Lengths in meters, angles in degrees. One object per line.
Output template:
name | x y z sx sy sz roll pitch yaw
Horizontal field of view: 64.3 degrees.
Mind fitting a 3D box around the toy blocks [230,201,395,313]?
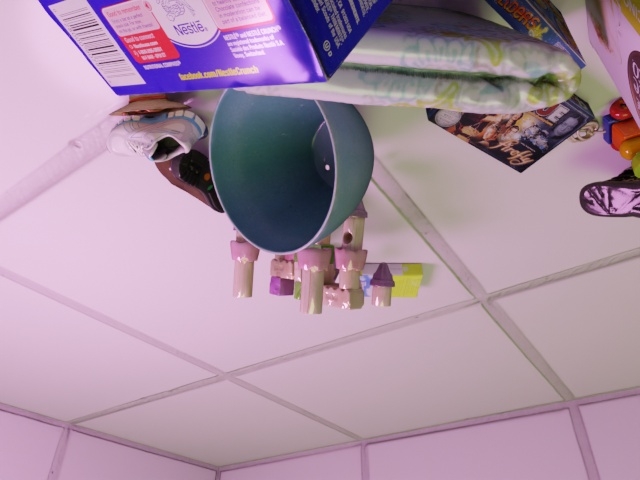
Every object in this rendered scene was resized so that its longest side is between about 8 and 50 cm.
toy blocks | 0.000 0.000 1.089 0.308 0.260 0.288 3 -179 -44

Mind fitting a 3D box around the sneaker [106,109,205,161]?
sneaker | -0.293 -0.167 0.868 0.190 0.083 0.071 -8 140 21

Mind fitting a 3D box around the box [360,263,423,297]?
box | 0.171 0.106 1.336 0.178 0.043 0.109 0 142 0

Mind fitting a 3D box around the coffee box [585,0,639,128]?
coffee box | 0.503 -0.310 0.540 0.337 0.338 0.334 -17 140 21

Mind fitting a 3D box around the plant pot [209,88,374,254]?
plant pot | -0.022 -0.140 0.861 0.195 0.290 0.290 -18 163 -46

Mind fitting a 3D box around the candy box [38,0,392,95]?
candy box | -0.040 -0.271 0.441 0.268 0.317 0.122 10 144 38

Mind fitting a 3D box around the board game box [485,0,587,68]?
board game box | 0.276 -0.322 0.692 0.201 0.136 0.035 25 137 -31

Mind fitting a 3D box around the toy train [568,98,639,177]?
toy train | 0.543 -0.166 0.891 0.247 0.144 0.105 -16 140 20

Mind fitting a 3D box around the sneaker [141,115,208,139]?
sneaker | -0.269 -0.198 0.940 0.135 0.052 0.058 4 153 7

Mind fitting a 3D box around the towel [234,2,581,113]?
towel | 0.079 -0.242 0.650 0.373 0.321 0.090 3 121 -4

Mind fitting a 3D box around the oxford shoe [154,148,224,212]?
oxford shoe | -0.243 -0.124 1.007 0.096 0.083 0.227 15 164 24

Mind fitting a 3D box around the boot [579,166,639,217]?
boot | 0.623 -0.089 0.920 0.236 0.178 0.085 13 117 49

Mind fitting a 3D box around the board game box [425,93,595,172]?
board game box | 0.331 -0.226 0.896 0.243 0.042 0.165 21 138 -25

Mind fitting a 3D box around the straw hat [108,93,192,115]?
straw hat | -0.289 -0.245 0.849 0.144 0.144 0.061 -4 102 6
